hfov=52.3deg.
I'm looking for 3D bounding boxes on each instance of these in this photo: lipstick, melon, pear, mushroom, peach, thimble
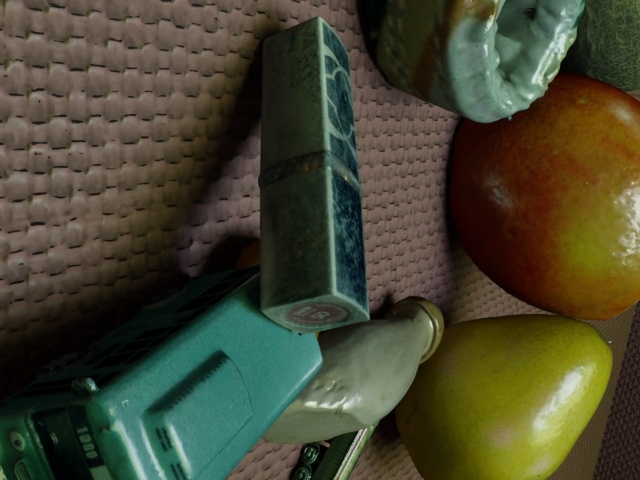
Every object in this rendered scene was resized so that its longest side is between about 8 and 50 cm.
[{"bbox_3d":[-0.009,-0.068,0.579,0.077,0.076,0.289,37,42,-51],"label":"lipstick"},{"bbox_3d":[0.457,-0.389,1.018,0.248,0.249,0.329,-48,133,-30],"label":"melon"},{"bbox_3d":[0.281,0.249,0.998,0.285,0.337,0.284,31,51,-47],"label":"pear"},{"bbox_3d":[0.049,0.161,0.825,0.350,0.128,0.128,-21,121,-52],"label":"mushroom"},{"bbox_3d":[0.363,-0.077,0.987,0.242,0.380,0.306,-33,155,-43],"label":"peach"},{"bbox_3d":[0.190,-0.277,0.760,0.254,0.167,0.288,-50,147,-11],"label":"thimble"}]

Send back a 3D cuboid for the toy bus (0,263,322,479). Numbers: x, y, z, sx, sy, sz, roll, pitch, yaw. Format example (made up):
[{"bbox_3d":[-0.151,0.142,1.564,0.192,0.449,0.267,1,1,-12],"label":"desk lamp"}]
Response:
[{"bbox_3d":[-0.113,0.117,0.514,0.256,0.147,0.128,-38,110,-58],"label":"toy bus"}]

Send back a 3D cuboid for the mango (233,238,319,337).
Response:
[{"bbox_3d":[-0.038,0.062,0.685,0.165,0.089,0.115,68,21,-54],"label":"mango"}]

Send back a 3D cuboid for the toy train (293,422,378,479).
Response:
[{"bbox_3d":[0.020,0.281,0.877,0.147,0.071,0.038,-58,142,-18],"label":"toy train"}]
